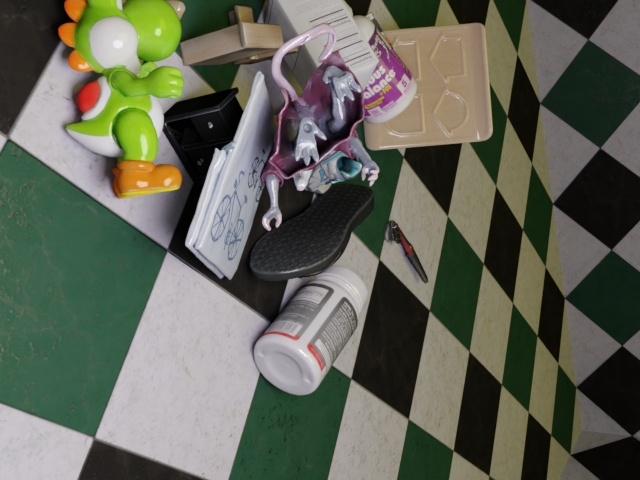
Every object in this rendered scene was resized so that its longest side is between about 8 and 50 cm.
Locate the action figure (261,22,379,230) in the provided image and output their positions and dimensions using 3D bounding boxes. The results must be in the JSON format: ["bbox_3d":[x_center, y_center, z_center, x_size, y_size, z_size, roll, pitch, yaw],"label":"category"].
[{"bbox_3d":[-0.044,-0.192,1.283,0.248,0.370,0.276,-25,89,-9],"label":"action figure"}]

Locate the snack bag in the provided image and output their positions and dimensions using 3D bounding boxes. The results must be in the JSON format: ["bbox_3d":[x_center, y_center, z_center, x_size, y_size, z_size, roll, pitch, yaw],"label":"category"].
[{"bbox_3d":[-0.151,-0.110,1.247,0.323,0.037,0.343,75,32,-77],"label":"snack bag"}]

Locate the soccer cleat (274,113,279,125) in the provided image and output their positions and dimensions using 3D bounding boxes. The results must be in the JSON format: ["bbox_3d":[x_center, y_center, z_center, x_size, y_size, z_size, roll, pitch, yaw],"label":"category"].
[{"bbox_3d":[-0.006,-0.290,1.573,0.318,0.116,0.109,-40,119,-49],"label":"soccer cleat"}]

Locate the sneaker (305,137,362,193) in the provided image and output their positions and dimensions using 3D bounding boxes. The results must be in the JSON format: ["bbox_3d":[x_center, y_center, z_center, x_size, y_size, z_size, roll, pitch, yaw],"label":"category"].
[{"bbox_3d":[0.026,-0.166,1.514,0.110,0.122,0.283,-49,169,-20],"label":"sneaker"}]

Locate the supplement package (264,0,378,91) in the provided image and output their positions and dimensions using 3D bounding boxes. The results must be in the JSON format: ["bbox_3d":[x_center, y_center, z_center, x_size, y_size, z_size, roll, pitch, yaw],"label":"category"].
[{"bbox_3d":[-0.002,-0.432,1.457,0.133,0.139,0.244,-27,81,-17],"label":"supplement package"}]

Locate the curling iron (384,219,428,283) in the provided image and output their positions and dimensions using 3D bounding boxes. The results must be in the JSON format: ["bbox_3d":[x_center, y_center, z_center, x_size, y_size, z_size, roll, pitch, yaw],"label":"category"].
[{"bbox_3d":[0.259,0.040,1.999,0.274,0.035,0.068,53,51,-38],"label":"curling iron"}]

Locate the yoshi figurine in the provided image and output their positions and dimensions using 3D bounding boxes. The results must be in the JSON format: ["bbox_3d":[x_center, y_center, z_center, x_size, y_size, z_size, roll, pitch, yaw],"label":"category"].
[{"bbox_3d":[-0.293,-0.260,1.118,0.203,0.203,0.362,-26,107,-70],"label":"yoshi figurine"}]

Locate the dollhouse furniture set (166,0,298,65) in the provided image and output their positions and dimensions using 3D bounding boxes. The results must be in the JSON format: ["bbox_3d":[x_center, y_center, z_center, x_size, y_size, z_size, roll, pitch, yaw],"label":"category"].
[{"bbox_3d":[-0.189,-0.532,1.284,0.303,0.173,0.356,-20,104,-54],"label":"dollhouse furniture set"}]

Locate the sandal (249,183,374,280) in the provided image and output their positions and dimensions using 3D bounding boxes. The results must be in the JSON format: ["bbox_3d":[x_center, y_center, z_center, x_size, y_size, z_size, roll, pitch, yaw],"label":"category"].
[{"bbox_3d":[0.003,0.000,1.537,0.446,0.167,0.107,-41,137,-48],"label":"sandal"}]

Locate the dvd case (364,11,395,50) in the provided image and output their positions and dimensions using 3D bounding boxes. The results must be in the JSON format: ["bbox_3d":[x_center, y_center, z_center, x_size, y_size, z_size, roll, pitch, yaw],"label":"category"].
[{"bbox_3d":[0.132,-0.539,1.798,0.119,0.087,0.013,56,5,-8],"label":"dvd case"}]

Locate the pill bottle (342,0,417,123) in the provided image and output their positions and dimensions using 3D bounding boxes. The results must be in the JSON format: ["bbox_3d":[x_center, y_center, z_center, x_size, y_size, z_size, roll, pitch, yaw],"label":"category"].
[{"bbox_3d":[0.097,-0.449,1.673,0.301,0.169,0.169,43,53,-31],"label":"pill bottle"}]

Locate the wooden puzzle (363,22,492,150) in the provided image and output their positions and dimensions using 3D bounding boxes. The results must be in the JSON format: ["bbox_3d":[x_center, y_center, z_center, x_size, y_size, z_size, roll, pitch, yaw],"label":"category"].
[{"bbox_3d":[0.285,-0.421,1.847,0.080,0.347,0.322,-32,117,-85],"label":"wooden puzzle"}]

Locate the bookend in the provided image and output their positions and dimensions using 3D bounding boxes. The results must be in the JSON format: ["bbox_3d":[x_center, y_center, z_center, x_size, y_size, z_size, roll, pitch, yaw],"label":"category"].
[{"bbox_3d":[-0.197,-0.190,1.258,0.072,0.156,0.157,-58,133,-42],"label":"bookend"}]

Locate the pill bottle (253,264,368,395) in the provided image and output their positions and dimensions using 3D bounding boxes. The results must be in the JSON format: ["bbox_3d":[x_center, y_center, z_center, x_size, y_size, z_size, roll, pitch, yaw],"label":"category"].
[{"bbox_3d":[-0.012,0.191,1.490,0.283,0.161,0.161,-49,126,-45],"label":"pill bottle"}]
